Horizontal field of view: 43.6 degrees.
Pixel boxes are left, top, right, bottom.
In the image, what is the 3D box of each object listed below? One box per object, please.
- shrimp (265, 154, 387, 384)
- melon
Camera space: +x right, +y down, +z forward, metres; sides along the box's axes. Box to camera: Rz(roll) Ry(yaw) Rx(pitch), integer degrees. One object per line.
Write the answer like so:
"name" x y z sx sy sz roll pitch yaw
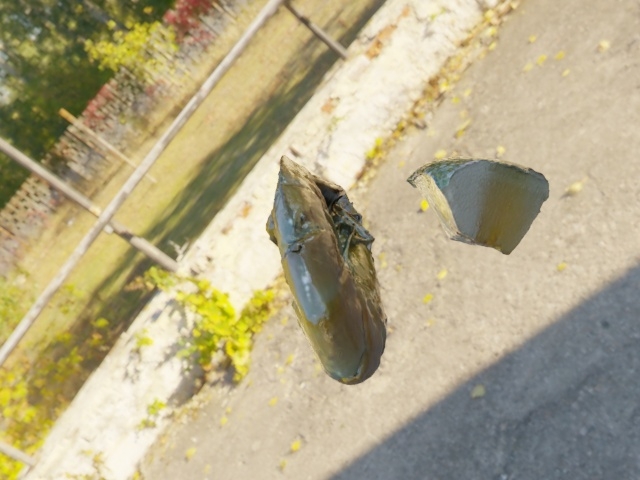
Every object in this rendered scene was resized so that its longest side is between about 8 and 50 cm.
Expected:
"shrimp" 0.001 0.000 0.575 0.061 0.145 0.267 -22 19 13
"melon" 0.144 -0.045 0.827 0.139 0.202 0.093 19 96 41
